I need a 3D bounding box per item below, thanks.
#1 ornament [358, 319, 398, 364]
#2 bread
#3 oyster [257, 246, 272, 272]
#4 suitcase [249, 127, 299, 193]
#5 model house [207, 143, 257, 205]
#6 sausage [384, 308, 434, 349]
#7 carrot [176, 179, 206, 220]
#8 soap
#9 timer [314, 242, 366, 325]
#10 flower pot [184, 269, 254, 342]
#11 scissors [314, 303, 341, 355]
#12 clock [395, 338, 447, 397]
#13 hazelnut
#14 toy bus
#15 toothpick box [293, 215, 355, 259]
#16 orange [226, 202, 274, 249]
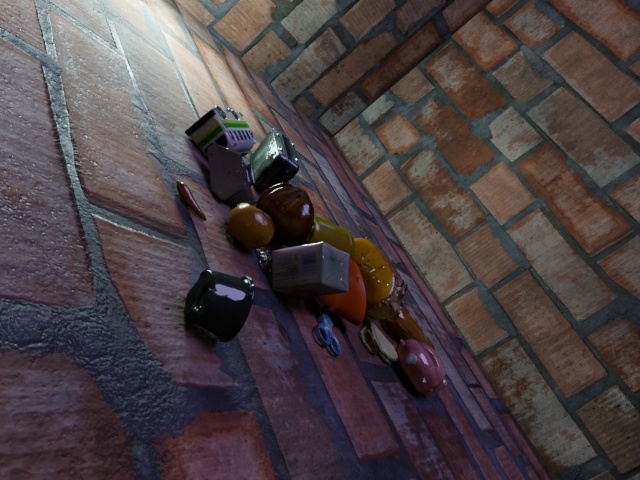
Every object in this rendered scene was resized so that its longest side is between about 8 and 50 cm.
[{"bbox_3d":[0.223,0.388,1.974,0.201,0.059,0.180,43,18,-38],"label":"ornament"},{"bbox_3d":[0.194,0.158,2.117,0.389,0.236,0.183,55,-2,40],"label":"bread"},{"bbox_3d":[-0.171,0.065,1.624,0.086,0.029,0.132,30,25,-53],"label":"oyster"},{"bbox_3d":[-0.201,-0.330,2.099,0.128,0.202,0.312,30,25,-29],"label":"suitcase"},{"bbox_3d":[-0.296,-0.212,1.736,0.188,0.122,0.229,49,25,-63],"label":"model house"},{"bbox_3d":[0.420,0.437,2.304,0.354,0.116,0.134,46,2,-30],"label":"sausage"},{"bbox_3d":[-0.377,-0.114,1.449,0.142,0.035,0.035,57,15,-7],"label":"carrot"},{"bbox_3d":[-0.029,0.099,1.590,0.182,0.199,0.139,24,60,-57],"label":"soap"},{"bbox_3d":[0.051,0.169,1.801,0.257,0.161,0.250,36,26,-45],"label":"timer"},{"bbox_3d":[-0.233,0.137,1.112,0.106,0.157,0.157,26,27,-28],"label":"flower pot"},{"bbox_3d":[0.016,0.277,1.684,0.125,0.030,0.256,47,16,-27],"label":"scissors"},{"bbox_3d":[0.409,0.501,2.031,0.241,0.142,0.227,42,17,-54],"label":"clock"},{"bbox_3d":[-0.118,-0.091,1.776,0.217,0.217,0.251,40,7,-36],"label":"hazelnut"},{"bbox_3d":[-0.361,-0.397,1.903,0.179,0.143,0.305,53,15,-4],"label":"toy bus"},{"bbox_3d":[0.000,0.000,1.987,0.271,0.175,0.175,28,28,-48],"label":"toothpick box"},{"bbox_3d":[-0.222,-0.042,1.560,0.156,0.134,0.156,25,-20,10],"label":"orange"}]
